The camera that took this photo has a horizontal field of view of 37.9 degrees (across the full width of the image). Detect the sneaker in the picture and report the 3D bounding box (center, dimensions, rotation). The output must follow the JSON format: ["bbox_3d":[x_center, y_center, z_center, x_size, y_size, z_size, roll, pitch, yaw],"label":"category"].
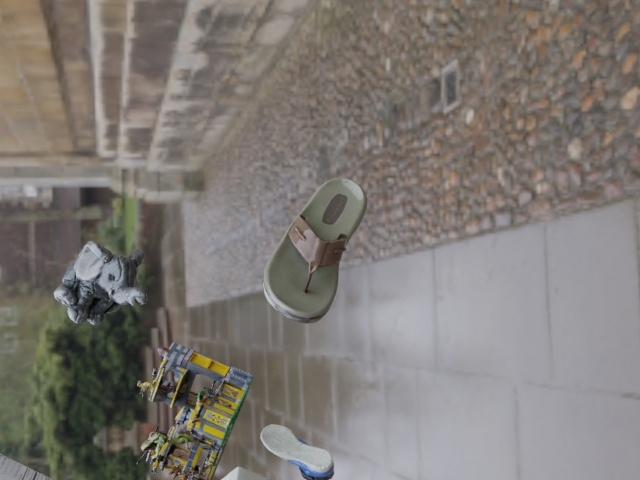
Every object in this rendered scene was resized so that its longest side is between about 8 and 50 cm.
[{"bbox_3d":[-0.042,0.402,1.741,0.058,0.152,0.085,-58,-25,-30],"label":"sneaker"}]

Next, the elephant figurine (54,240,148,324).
[{"bbox_3d":[-0.457,0.076,2.044,0.239,0.169,0.186,-33,95,36],"label":"elephant figurine"}]

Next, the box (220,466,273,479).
[{"bbox_3d":[-0.170,0.623,1.934,0.094,0.113,0.275,-45,24,41],"label":"box"}]

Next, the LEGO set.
[{"bbox_3d":[-0.266,0.345,1.661,0.255,0.192,0.331,-65,-3,-60],"label":"LEGO set"}]

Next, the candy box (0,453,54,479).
[{"bbox_3d":[-0.574,0.378,1.372,0.183,0.316,0.087,-57,13,9],"label":"candy box"}]

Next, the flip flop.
[{"bbox_3d":[0.000,0.000,1.358,0.080,0.112,0.277,108,-171,-54],"label":"flip flop"}]
